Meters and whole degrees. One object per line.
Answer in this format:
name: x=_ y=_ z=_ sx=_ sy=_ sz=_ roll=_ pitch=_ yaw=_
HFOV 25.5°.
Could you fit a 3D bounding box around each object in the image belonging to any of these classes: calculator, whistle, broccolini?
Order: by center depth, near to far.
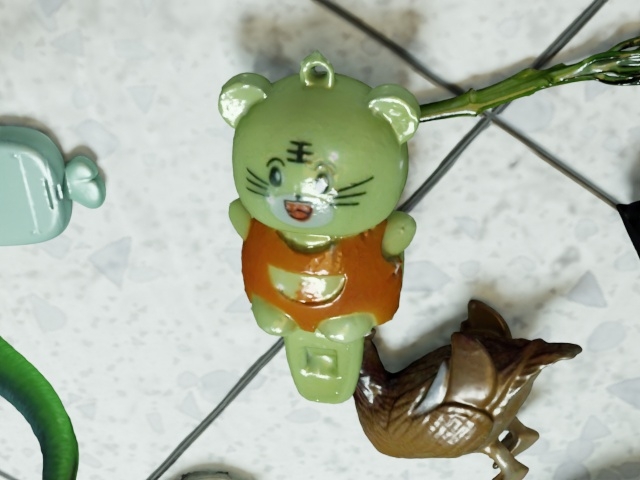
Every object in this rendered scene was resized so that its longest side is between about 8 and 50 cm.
broccolini: x=0.145 y=-0.108 z=0.933 sx=0.218 sy=0.044 sz=0.042 roll=-8 pitch=140 yaw=13
whistle: x=0.000 y=0.000 z=0.961 sx=0.131 sy=0.106 sz=0.289 roll=6 pitch=125 yaw=9
calculator: x=-0.227 y=-0.037 z=0.993 sx=0.153 sy=0.021 sz=0.095 roll=-1 pitch=125 yaw=6

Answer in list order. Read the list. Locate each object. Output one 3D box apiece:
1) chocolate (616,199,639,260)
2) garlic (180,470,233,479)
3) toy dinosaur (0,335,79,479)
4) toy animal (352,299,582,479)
chocolate: x=0.362 y=-0.045 z=0.911 sx=0.343 sy=0.126 sz=0.148 roll=-30 pitch=143 yaw=18
garlic: x=-0.111 y=0.248 z=1.160 sx=0.152 sy=0.066 sz=0.084 roll=-32 pitch=120 yaw=19
toy dinosaur: x=-0.394 y=0.043 z=0.818 sx=0.374 sy=0.500 sz=0.144 roll=-21 pitch=128 yaw=-22
toy animal: x=0.097 y=0.100 z=1.050 sx=0.179 sy=0.089 sz=0.188 roll=43 pitch=122 yaw=-8
